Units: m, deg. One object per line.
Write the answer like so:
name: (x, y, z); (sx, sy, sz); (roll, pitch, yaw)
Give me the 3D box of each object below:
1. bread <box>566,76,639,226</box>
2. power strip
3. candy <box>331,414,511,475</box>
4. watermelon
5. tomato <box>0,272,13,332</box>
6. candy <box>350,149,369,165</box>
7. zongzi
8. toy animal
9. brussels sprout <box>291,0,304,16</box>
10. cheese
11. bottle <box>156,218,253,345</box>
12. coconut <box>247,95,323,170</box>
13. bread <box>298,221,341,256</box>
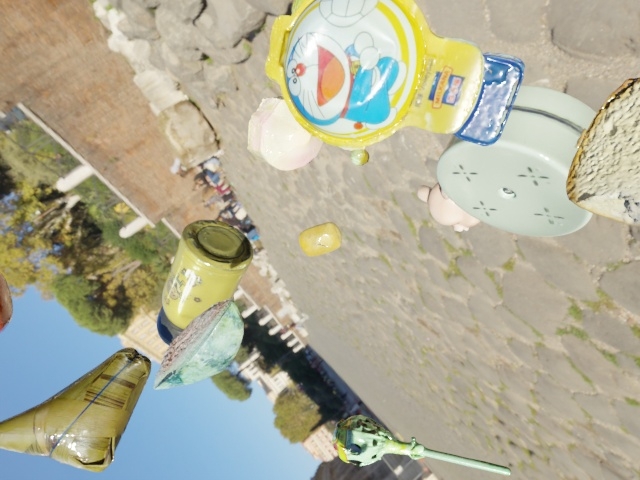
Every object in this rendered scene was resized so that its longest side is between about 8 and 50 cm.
bread: (0.268, -0.072, 0.354); (0.044, 0.129, 0.126); (31, -178, -21)
power strip: (0.431, -0.166, 0.996); (0.357, 0.162, 0.357); (29, 164, 9)
candy: (0.169, 0.370, 0.785); (0.305, 0.083, 0.091); (5, 169, 18)
watermelon: (-0.161, 0.141, 0.628); (0.081, 0.180, 0.094); (24, -138, -46)
tomato: (-0.722, 0.128, 0.930); (0.167, 0.167, 0.167); (50, 169, 13)
candy: (0.140, -0.321, 1.370); (0.061, 0.061, 0.203); (44, 132, 36)
zongzi: (-0.539, 0.326, 0.955); (0.289, 0.260, 0.123); (23, 157, -13)
toy animal: (0.502, -0.193, 1.556); (0.237, 0.269, 0.327); (-157, 69, -76)
brussels sprout: (0.072, -0.624, 1.264); (0.268, 0.344, 0.344); (57, 169, -10)
cheese: (0.066, -0.177, 0.474); (0.270, 0.177, 0.069); (19, -161, 13)
bottle: (-0.307, 0.130, 1.117); (0.171, 0.351, 0.172); (23, -149, -15)
coconut: (-0.108, -0.339, 1.404); (0.245, 0.233, 0.233); (25, 151, 58)
bread: (0.000, 0.000, 1.204); (0.056, 0.115, 0.082); (-80, -26, -75)
